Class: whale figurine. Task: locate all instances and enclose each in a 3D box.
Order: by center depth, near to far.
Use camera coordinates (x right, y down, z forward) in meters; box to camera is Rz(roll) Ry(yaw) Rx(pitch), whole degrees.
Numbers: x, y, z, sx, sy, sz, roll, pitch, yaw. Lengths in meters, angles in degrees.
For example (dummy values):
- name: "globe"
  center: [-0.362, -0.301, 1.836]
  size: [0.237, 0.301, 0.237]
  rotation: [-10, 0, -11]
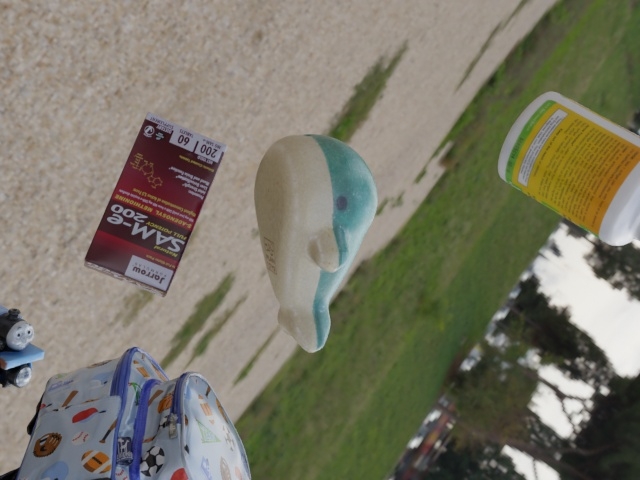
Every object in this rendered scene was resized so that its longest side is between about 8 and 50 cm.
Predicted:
- name: "whale figurine"
  center: [0.000, 0.000, 1.120]
  size: [0.216, 0.141, 0.272]
  rotation: [-156, -118, -65]

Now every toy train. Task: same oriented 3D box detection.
- name: "toy train"
  center: [-0.428, 0.116, 1.093]
  size: [0.080, 0.184, 0.105]
  rotation: [-15, 122, -59]

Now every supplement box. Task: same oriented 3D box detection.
- name: "supplement box"
  center: [-0.242, -0.052, 1.288]
  size: [0.073, 0.130, 0.240]
  rotation: [146, -35, -73]

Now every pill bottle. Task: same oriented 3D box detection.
- name: "pill bottle"
  center: [0.365, -0.079, 1.124]
  size: [0.136, 0.245, 0.136]
  rotation: [-38, 149, -28]

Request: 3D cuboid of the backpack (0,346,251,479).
- name: "backpack"
  center: [-0.184, 0.238, 0.870]
  size: [0.213, 0.277, 0.263]
  rotation: [-19, -146, -5]
